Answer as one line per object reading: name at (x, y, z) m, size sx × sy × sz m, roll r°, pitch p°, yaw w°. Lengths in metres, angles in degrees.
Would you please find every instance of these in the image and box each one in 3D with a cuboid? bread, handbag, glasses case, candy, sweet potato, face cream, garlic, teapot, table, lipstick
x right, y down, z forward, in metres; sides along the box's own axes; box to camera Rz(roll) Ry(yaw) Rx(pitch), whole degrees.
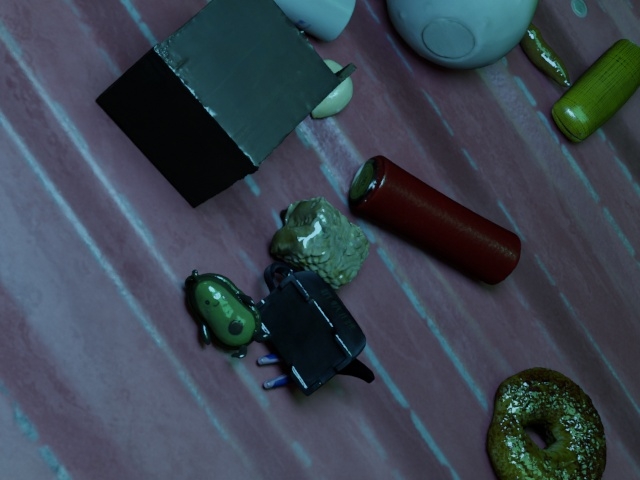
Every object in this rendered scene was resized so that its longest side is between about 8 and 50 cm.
bread at (0.297, 0.258, 1.526) m, size 0.193 × 0.064 × 0.193 m, roll 11°, pitch 68°, yaw -28°
handbag at (-0.111, 0.078, 1.312) m, size 0.072 × 0.047 × 0.111 m, roll -40°, pitch 101°, yaw -1°
glasses case at (0.429, -0.229, 1.785) m, size 0.079 × 0.064 × 0.234 m, roll 49°, pitch 54°, yaw -2°
candy at (0.000, 0.000, 1.406) m, size 0.110 × 0.085 × 0.095 m, roll 41°, pitch 63°, yaw -30°
sweet potato at (0.315, -0.299, 1.746) m, size 0.044 × 0.044 × 0.179 m, roll -29°, pitch 84°, yaw -38°
face cream at (-0.077, -0.335, 1.464) m, size 0.250 × 0.077 × 0.077 m, roll 26°, pitch 61°, yaw -25°
garlic at (0.015, -0.194, 1.503) m, size 0.053 × 0.041 × 0.083 m, roll -3°, pitch 64°, yaw 7°
teapot at (-0.001, 0.096, 1.356) m, size 0.177 × 0.087 × 0.096 m, roll 53°, pitch 33°, yaw 9°
table at (-0.107, -0.176, 1.331) m, size 0.169 × 0.172 × 0.193 m, roll 48°, pitch 58°, yaw -12°
lipstick at (0.149, -0.024, 1.511) m, size 0.241 × 0.080 × 0.080 m, roll 28°, pitch 60°, yaw -23°

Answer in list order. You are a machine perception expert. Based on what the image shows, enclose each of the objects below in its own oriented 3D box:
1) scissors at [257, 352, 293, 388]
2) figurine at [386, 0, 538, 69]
scissors at (-0.023, 0.145, 1.375) m, size 0.113 × 0.012 × 0.039 m, roll -8°, pitch 79°, yaw -36°
figurine at (0.176, -0.425, 1.630) m, size 0.274 × 0.227 × 0.394 m, roll 13°, pitch 57°, yaw 0°
